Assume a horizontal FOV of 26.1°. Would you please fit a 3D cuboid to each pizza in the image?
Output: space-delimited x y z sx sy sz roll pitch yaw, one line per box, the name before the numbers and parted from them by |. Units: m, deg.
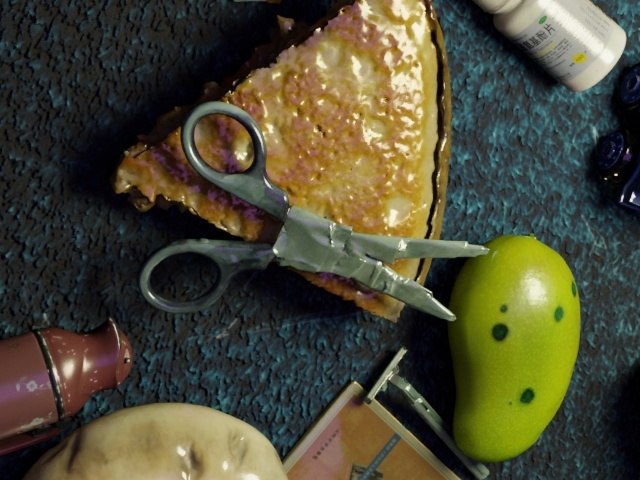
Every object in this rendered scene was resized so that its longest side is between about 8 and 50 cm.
pizza | -0.045 -0.117 1.621 0.406 0.130 0.440 -2 103 -9

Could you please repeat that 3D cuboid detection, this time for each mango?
mango | 0.237 0.136 1.721 0.175 0.143 0.293 3 99 -24

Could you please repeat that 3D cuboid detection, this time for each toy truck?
toy truck | 0.470 -0.127 1.757 0.161 0.177 0.213 20 89 -18

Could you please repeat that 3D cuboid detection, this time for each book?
book | 0.069 0.316 1.741 0.241 0.018 0.170 44 80 -17

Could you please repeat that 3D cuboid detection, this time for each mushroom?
mushroom | -0.170 0.375 1.533 0.353 0.353 0.325 -4 125 -18

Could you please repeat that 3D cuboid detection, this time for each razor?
razor | 0.148 0.233 1.746 0.211 0.036 0.084 46 66 -19

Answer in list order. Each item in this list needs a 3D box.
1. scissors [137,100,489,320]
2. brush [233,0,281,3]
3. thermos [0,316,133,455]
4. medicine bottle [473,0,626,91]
scissors | 0.000 0.000 1.574 0.383 0.029 0.256 14 106 -8
brush | -0.002 -0.325 1.669 0.218 0.010 0.082 0 94 -19
thermos | -0.365 0.183 1.536 0.330 0.109 0.136 -17 99 -17
medicine bottle | 0.283 -0.278 1.720 0.186 0.103 0.103 37 83 -18
